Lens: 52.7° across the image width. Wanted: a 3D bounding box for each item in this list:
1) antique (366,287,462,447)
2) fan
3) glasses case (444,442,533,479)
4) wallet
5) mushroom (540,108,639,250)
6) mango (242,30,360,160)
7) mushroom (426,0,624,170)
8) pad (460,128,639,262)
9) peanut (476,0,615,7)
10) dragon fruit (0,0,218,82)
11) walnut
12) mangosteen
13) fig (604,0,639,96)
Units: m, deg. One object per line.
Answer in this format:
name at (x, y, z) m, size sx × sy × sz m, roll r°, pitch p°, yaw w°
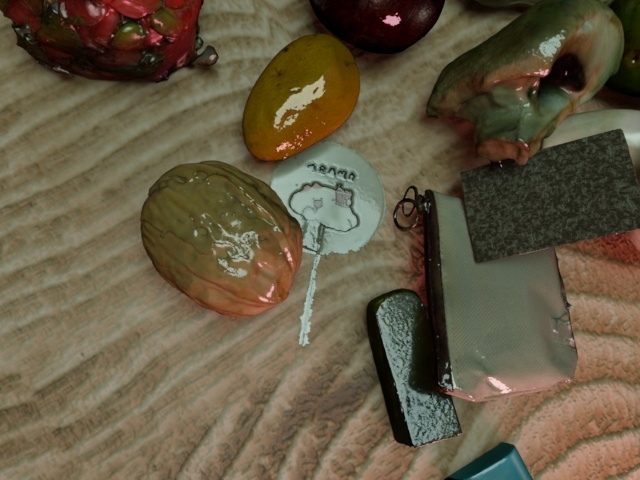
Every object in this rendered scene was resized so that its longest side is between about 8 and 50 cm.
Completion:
antique at (0.130, 0.182, 0.949) m, size 0.081 × 0.080 × 0.221 m, roll -12°, pitch 80°, yaw -13°
fan at (0.000, 0.000, 0.997) m, size 0.191 × 0.009 × 0.329 m, roll 13°, pitch 77°, yaw -7°
glasses case at (0.305, 0.458, 0.931) m, size 0.117 × 0.070 × 0.301 m, roll -27°, pitch 86°, yaw -13°
wallet at (0.254, 0.077, 0.960) m, size 0.275 × 0.068 × 0.335 m, roll 7°, pitch 61°, yaw -18°
mushroom at (0.543, -0.098, 0.971) m, size 0.356 × 0.315 × 0.315 m, roll -32°, pitch 85°, yaw 23°
mango at (-0.029, -0.212, 0.983) m, size 0.147 × 0.109 × 0.227 m, roll 35°, pitch 77°, yaw -5°
mushroom at (0.287, -0.266, 0.970) m, size 0.217 × 0.212 × 0.292 m, roll 30°, pitch 70°, yaw 33°
pad at (0.323, -0.062, 0.918) m, size 0.235 × 0.003 × 0.158 m, roll -14°, pitch 62°, yaw 22°
peanut at (0.373, -0.439, 1.086) m, size 0.298 × 0.120 × 0.136 m, roll 3°, pitch 41°, yaw -8°
dragon fruit at (-0.295, -0.396, 0.895) m, size 0.314 × 0.263 × 0.296 m, roll 2°, pitch 78°, yaw -9°
walnut at (-0.135, -0.006, 0.887) m, size 0.245 × 0.198 × 0.198 m, roll 34°, pitch 76°, yaw 5°
mangosteen at (0.096, -0.398, 0.984) m, size 0.216 × 0.216 × 0.216 m, roll 2°, pitch 79°, yaw -9°
fig at (0.565, -0.332, 1.081) m, size 0.245 × 0.195 × 0.195 m, roll -22°, pitch 82°, yaw -48°
